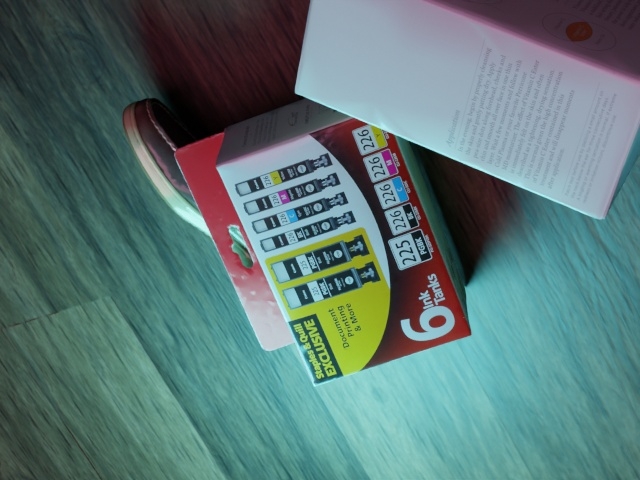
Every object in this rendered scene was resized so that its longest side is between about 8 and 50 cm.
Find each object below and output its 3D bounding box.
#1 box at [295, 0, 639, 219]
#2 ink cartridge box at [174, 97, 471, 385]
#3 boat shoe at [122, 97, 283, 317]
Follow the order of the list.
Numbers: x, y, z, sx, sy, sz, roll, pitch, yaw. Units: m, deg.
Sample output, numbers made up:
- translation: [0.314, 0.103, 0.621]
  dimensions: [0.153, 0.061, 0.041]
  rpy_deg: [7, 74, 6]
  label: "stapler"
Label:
- translation: [0.181, -0.200, 1.500]
  dimensions: [0.345, 0.215, 0.168]
  rpy_deg: [24, 131, 14]
  label: "box"
- translation: [0.000, 0.000, 1.736]
  dimensions: [0.272, 0.130, 0.309]
  rpy_deg: [-19, 113, 10]
  label: "ink cartridge box"
- translation: [-0.102, -0.060, 1.843]
  dimensions: [0.123, 0.123, 0.342]
  rpy_deg: [-37, 100, 19]
  label: "boat shoe"
